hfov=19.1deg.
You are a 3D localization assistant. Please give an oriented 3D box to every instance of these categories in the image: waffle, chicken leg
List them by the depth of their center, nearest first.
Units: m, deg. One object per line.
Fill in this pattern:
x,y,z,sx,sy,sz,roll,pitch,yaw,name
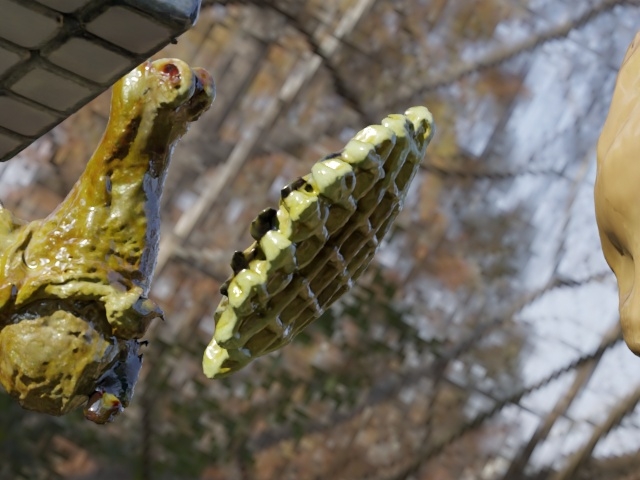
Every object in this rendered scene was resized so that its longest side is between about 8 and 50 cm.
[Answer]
0.000,0.000,1.410,0.054,0.208,0.214,40,-52,18,waffle
-0.236,-0.010,1.850,0.211,0.361,0.140,13,-1,9,chicken leg

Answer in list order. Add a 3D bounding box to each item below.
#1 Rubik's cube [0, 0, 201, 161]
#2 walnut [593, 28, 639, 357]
-0.196,-0.212,0.995,0.237,0.237,0.238,24,-30,-26,Rubik's cube
0.343,-0.030,1.092,0.383,0.383,0.383,28,-12,7,walnut
